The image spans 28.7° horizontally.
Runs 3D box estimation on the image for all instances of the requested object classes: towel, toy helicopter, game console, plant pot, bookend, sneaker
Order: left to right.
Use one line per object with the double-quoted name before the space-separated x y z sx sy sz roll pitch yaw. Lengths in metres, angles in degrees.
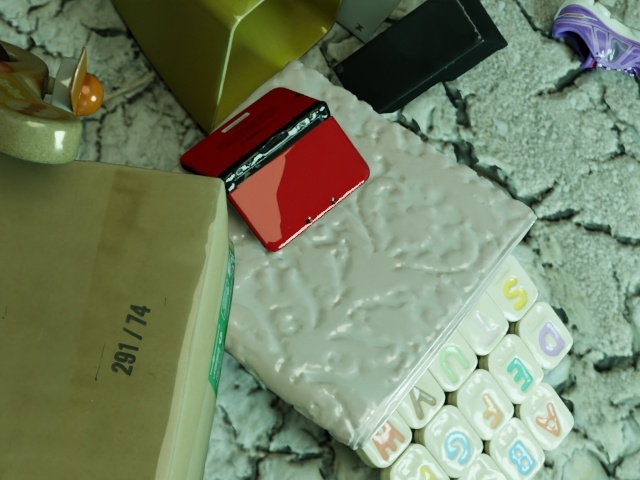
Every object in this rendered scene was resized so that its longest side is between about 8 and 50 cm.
"toy helicopter" -0.283 -0.131 1.120 0.235 0.355 0.140 10 106 -33
"plant pot" -0.102 -0.278 1.294 0.187 0.212 0.212 40 63 8
"game console" -0.047 -0.075 1.267 0.144 0.124 0.085 -39 129 -22
"towel" 0.000 0.000 1.265 0.331 0.053 0.317 35 64 16
"bookend" 0.117 -0.208 1.408 0.072 0.156 0.157 58 20 4
"sneaker" 0.356 -0.228 1.533 0.170 0.068 0.071 34 80 1

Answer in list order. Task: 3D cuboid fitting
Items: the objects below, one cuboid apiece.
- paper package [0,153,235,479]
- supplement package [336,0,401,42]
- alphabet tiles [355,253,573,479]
"paper package" -0.243 0.104 1.091 0.309 0.168 0.325 7 70 0
"supplement package" 0.073 -0.408 1.395 0.199 0.198 0.263 37 64 -7
"alphabet tiles" 0.149 0.147 1.312 0.284 0.021 0.278 -44 105 -27
